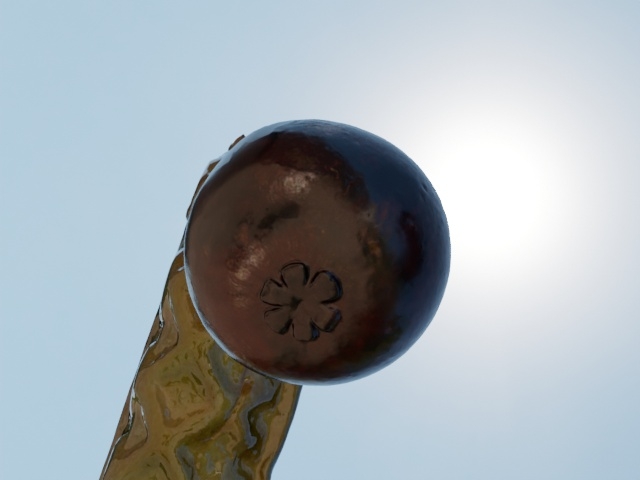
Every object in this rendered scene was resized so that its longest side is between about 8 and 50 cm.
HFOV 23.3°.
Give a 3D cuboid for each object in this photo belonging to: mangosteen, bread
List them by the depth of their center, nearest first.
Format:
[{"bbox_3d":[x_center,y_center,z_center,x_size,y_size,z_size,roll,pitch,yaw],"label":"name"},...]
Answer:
[{"bbox_3d":[-0.001,0.001,0.463,0.081,0.081,0.081,12,-75,50],"label":"mangosteen"},{"bbox_3d":[-0.053,0.072,0.788,0.087,0.098,0.269,14,-94,45],"label":"bread"}]
